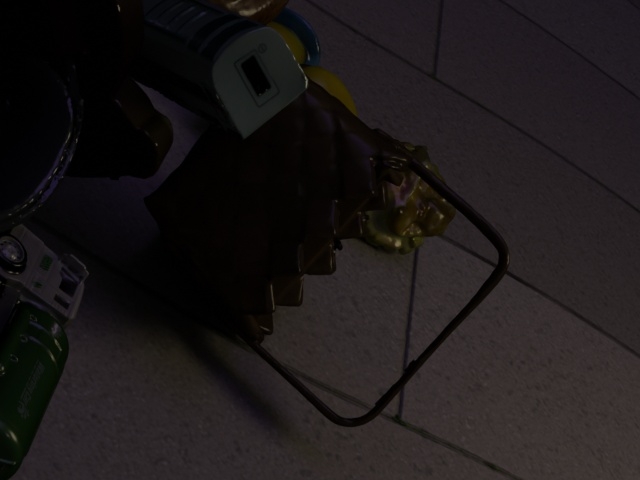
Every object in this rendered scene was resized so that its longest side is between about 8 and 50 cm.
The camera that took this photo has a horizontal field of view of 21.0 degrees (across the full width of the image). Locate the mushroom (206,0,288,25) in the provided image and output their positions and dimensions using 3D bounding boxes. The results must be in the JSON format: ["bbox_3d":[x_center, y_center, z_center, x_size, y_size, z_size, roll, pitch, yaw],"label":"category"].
[{"bbox_3d":[-0.158,-0.365,2.109,0.263,0.195,0.283,2,23,-1],"label":"mushroom"}]

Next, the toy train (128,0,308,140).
[{"bbox_3d":[-0.150,-0.199,1.682,0.088,0.086,0.407,56,-13,-30],"label":"toy train"}]

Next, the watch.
[{"bbox_3d":[-0.320,-0.135,1.504,0.327,0.314,0.335,-49,133,-42],"label":"watch"}]

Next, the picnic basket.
[{"bbox_3d":[0.000,0.000,1.727,0.321,0.254,0.291,43,-4,3],"label":"picnic basket"}]

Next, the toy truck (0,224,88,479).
[{"bbox_3d":[-0.278,0.095,1.472,0.125,0.101,0.242,39,32,-18],"label":"toy truck"}]

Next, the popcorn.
[{"bbox_3d":[0.086,-0.053,2.099,0.145,0.126,0.126,53,52,-16],"label":"popcorn"}]

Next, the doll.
[{"bbox_3d":[-0.051,-0.175,2.060,0.199,0.145,0.363,16,32,-29],"label":"doll"}]
